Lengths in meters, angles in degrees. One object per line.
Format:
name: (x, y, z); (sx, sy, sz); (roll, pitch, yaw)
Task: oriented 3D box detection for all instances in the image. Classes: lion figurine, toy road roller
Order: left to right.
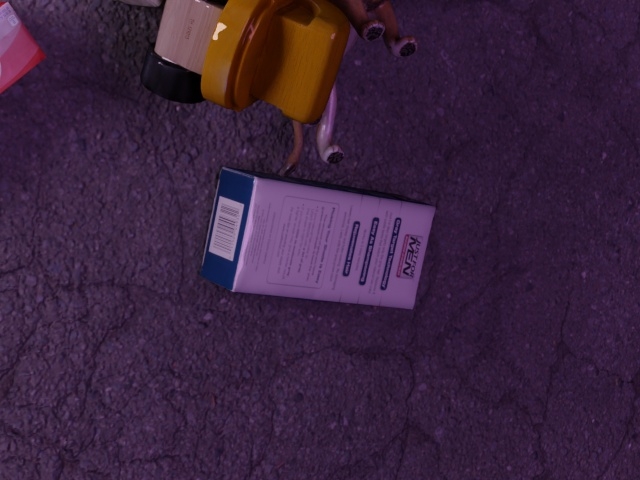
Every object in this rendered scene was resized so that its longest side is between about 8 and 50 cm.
toy road roller: (-0.066, -0.275, 1.703); (0.329, 0.240, 0.203); (-44, 157, -61)
lion figurine: (0.015, -0.299, 1.846); (0.142, 0.240, 0.392); (11, 132, -41)

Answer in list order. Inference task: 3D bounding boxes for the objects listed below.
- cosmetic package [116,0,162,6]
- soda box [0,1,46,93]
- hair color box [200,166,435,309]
cosmetic package: (-0.318, -0.429, 1.626); (0.296, 0.153, 0.129); (33, 82, -37)
soda box: (-0.478, -0.189, 1.608); (0.263, 0.083, 0.092); (-44, 122, -20)
hair color box: (0.000, 0.000, 1.972); (0.347, 0.105, 0.174); (8, 98, -36)
